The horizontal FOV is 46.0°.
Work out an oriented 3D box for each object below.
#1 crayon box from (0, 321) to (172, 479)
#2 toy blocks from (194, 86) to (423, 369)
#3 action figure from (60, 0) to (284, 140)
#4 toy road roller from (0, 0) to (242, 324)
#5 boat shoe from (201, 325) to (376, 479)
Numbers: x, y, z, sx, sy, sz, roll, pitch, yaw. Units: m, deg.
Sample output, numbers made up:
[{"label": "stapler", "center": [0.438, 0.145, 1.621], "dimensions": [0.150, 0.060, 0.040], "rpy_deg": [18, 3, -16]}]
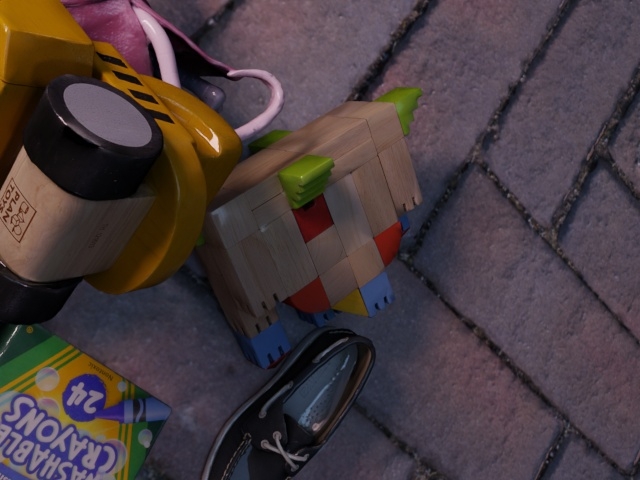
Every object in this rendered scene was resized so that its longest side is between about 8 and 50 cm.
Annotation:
[{"label": "crayon box", "center": [-0.321, 0.266, 0.774], "dimensions": [0.203, 0.083, 0.322], "rpy_deg": [41, 61, -28]}, {"label": "toy blocks", "center": [0.000, 0.000, 0.972], "dimensions": [0.381, 0.191, 0.260], "rpy_deg": [-34, 118, -26]}, {"label": "action figure", "center": [-0.236, -0.255, 0.751], "dimensions": [0.248, 0.276, 0.370], "rpy_deg": [-43, 135, -36]}, {"label": "toy road roller", "center": [-0.228, -0.097, 0.688], "dimensions": [0.329, 0.202, 0.241], "rpy_deg": [49, 28, 19]}, {"label": "boat shoe", "center": [-0.039, 0.236, 0.973], "dimensions": [0.114, 0.091, 0.302], "rpy_deg": [42, 69, -24]}]
